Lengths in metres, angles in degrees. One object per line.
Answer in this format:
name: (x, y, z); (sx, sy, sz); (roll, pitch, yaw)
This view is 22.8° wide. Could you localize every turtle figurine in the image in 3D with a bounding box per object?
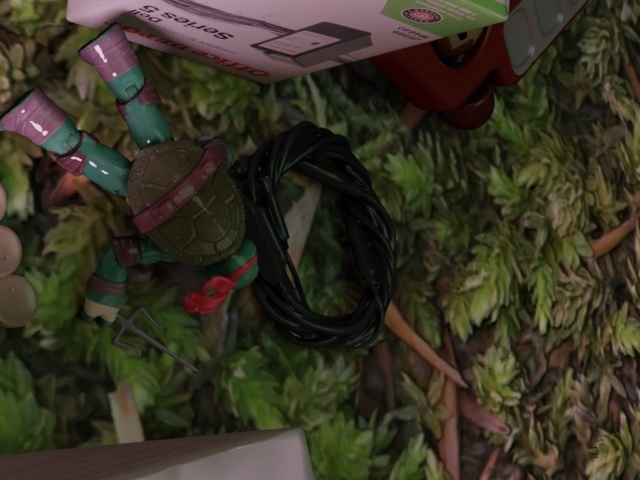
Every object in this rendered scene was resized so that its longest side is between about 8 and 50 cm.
turtle figurine: (-0.113, -0.032, 1.136); (0.234, 0.118, 0.175); (52, 53, -13)

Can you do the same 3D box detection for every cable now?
cable: (0.000, 0.000, 1.274); (0.150, 0.047, 0.184); (-36, 103, -44)

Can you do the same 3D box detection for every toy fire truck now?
toy fire truck: (0.136, -0.237, 1.367); (0.302, 0.169, 0.254); (-50, 132, -34)

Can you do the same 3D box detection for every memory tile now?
memory tile: (-0.256, -0.002, 1.069); (0.113, 0.012, 0.148); (-18, 94, -41)

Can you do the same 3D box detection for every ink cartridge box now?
ink cartridge box: (-0.025, -0.208, 1.135); (0.198, 0.273, 0.115); (15, 75, -38)

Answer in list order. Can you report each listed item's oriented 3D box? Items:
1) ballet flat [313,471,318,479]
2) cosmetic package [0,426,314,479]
ballet flat: (-0.029, 0.335, 1.123); (0.139, 0.139, 0.400); (23, 67, -36)
cosmetic package: (-0.160, 0.228, 0.863); (0.156, 0.385, 0.217); (-10, 86, -42)
